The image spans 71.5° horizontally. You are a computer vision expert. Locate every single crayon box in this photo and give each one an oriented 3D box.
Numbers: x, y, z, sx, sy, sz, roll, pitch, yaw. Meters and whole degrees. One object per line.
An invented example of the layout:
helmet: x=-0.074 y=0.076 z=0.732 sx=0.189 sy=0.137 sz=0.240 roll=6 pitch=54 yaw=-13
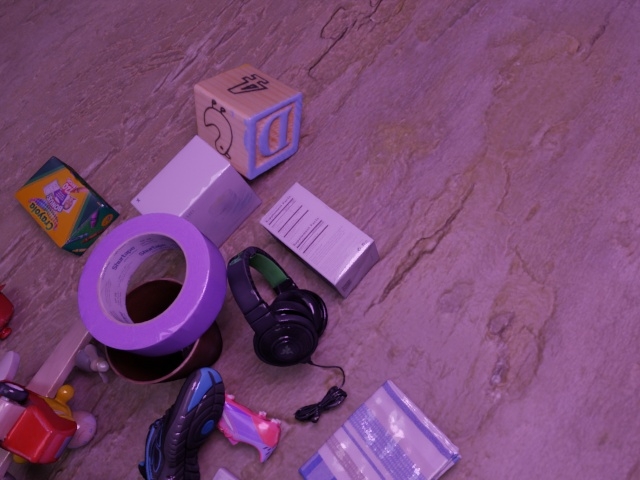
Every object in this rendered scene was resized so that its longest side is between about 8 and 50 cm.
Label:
crayon box: x=-0.743 y=-0.104 z=1.300 sx=0.279 sy=0.081 sz=0.165 roll=38 pitch=83 yaw=22

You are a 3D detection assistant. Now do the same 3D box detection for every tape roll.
tape roll: x=-0.330 y=0.086 z=0.884 sx=0.275 sy=0.090 sz=0.274 roll=-5 pitch=66 yaw=12

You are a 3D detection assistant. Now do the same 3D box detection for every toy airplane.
toy airplane: x=-0.661 y=0.406 z=1.029 sx=0.386 sy=0.272 sz=0.384 roll=-40 pitch=35 yaw=16

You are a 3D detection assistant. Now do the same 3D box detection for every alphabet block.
alphabet block: x=-0.185 y=-0.311 z=1.154 sx=0.197 sy=0.192 sz=0.193 roll=34 pitch=50 yaw=22

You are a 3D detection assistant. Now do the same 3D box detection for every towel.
towel: x=0.112 y=0.449 z=0.904 sx=0.285 sy=0.034 sz=0.209 roll=-43 pitch=53 yaw=-4

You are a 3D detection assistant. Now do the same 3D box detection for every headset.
headset: x=-0.082 y=0.202 z=0.967 sx=0.185 sy=0.243 sz=0.394 roll=-36 pitch=91 yaw=11

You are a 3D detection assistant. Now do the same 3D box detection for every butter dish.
butter dish: x=-0.902 y=0.222 z=1.212 sx=0.160 sy=0.118 sz=0.160 roll=-42 pitch=23 yaw=-4

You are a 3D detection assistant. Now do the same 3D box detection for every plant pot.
plant pot: x=-0.316 y=0.222 z=0.999 sx=0.216 sy=0.230 sz=0.215 roll=-5 pitch=66 yaw=11

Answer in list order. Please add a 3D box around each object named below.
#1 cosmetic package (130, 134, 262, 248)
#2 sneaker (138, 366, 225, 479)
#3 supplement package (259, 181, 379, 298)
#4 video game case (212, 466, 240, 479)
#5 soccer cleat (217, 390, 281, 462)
cosmetic package: x=-0.298 y=-0.097 z=1.115 sx=0.138 sy=0.224 sz=0.224 roll=40 pitch=84 yaw=23
sneaker: x=-0.312 y=0.407 z=0.948 sx=0.140 sy=0.125 sz=0.340 roll=29 pitch=104 yaw=31
supplement package: x=0.000 y=0.000 z=1.057 sx=0.244 sy=0.139 sz=0.134 roll=38 pitch=82 yaw=23
video game case: x=-0.177 y=0.638 z=0.934 sx=0.227 sy=0.026 sz=0.206 roll=27 pitch=79 yaw=19
soccer cleat: x=-0.205 y=0.398 z=0.995 sx=0.248 sy=0.083 sz=0.095 roll=21 pitch=70 yaw=15
